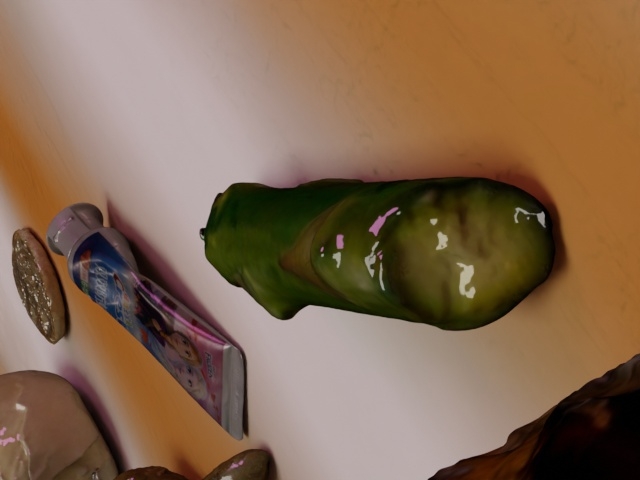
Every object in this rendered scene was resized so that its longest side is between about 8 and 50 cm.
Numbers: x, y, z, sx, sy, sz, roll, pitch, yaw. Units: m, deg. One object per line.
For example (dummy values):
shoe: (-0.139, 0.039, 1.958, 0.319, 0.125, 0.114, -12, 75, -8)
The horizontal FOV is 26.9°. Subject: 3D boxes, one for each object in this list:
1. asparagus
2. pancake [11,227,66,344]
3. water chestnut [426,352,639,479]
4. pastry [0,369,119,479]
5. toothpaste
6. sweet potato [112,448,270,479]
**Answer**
asparagus: (0.001, 0.001, 0.740, 0.082, 0.085, 0.343, 52, 159, -21)
pancake: (-0.318, 0.052, 1.500, 0.139, 0.022, 0.139, 43, 144, 43)
water chestnut: (0.130, 0.174, 0.418, 0.244, 0.289, 0.289, 40, 163, -20)
pastry: (-0.315, 0.266, 1.524, 0.265, 0.133, 0.265, 45, 147, 41)
toothpaste: (-0.143, 0.058, 1.121, 0.266, 0.061, 0.096, 40, 142, 37)
sweet potato: (-0.115, 0.252, 1.153, 0.310, 0.098, 0.124, -24, 79, 62)
